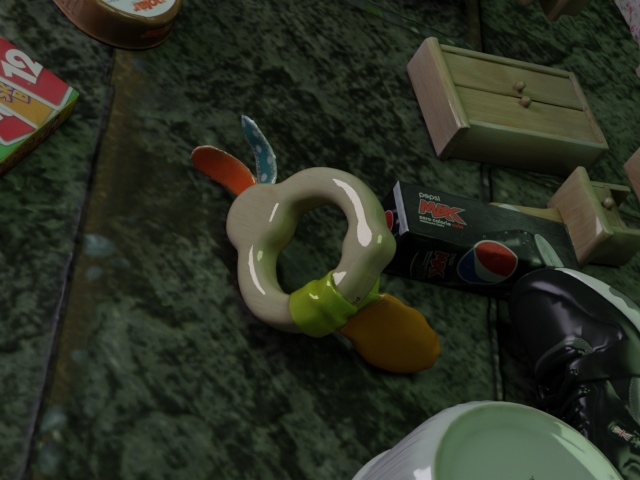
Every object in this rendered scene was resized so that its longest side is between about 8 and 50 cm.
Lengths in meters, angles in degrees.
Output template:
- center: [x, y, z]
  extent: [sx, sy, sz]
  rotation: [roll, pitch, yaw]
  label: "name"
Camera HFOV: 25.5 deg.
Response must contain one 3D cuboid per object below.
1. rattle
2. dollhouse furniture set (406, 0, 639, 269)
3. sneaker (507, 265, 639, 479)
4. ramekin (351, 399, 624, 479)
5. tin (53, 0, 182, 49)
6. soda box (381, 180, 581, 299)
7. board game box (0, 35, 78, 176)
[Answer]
- center: [0.000, 0.000, 1.075]
  extent: [0.142, 0.130, 0.199]
  rotation: [10, 19, -41]
  label: "rattle"
- center: [0.245, -0.202, 1.209]
  extent: [0.173, 0.355, 0.303]
  rotation: [7, 49, -28]
  label: "dollhouse furniture set"
- center: [0.212, 0.143, 1.057]
  extent: [0.124, 0.107, 0.283]
  rotation: [-16, 62, -35]
  label: "sneaker"
- center: [0.118, 0.203, 0.929]
  extent: [0.207, 0.109, 0.207]
  rotation: [19, 43, -19]
  label: "ramekin"
- center: [-0.195, -0.238, 1.193]
  extent: [0.190, 0.040, 0.106]
  rotation: [48, 46, 14]
  label: "tin"
- center: [0.128, 0.005, 1.164]
  extent: [0.168, 0.053, 0.060]
  rotation: [13, 46, -24]
  label: "soda box"
- center: [-0.314, -0.146, 1.028]
  extent: [0.259, 0.039, 0.124]
  rotation: [34, 40, 2]
  label: "board game box"
